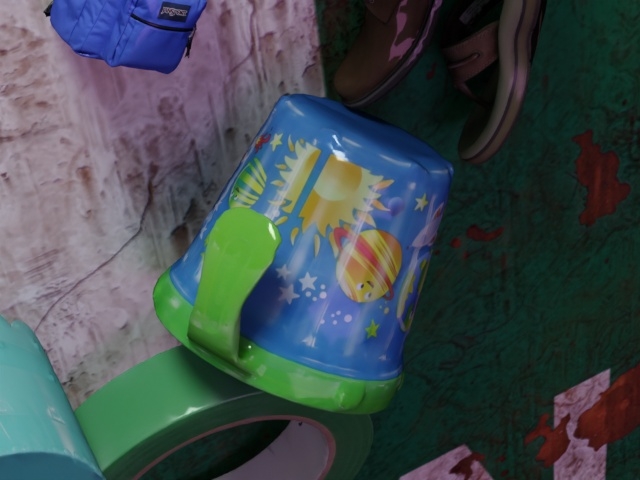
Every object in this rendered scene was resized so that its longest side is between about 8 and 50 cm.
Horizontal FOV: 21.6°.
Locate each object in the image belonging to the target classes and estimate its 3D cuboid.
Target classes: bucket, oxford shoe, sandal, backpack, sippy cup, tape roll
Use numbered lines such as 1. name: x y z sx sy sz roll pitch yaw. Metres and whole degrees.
1. bucket: -0.323 0.208 1.432 0.281 0.183 0.281 -21 137 -21
2. oxford shoe: 0.059 -0.216 1.421 0.096 0.083 0.227 17 116 -25
3. sandal: 0.154 -0.195 1.491 0.086 0.120 0.303 13 140 6
4. backpack: -0.132 -0.193 1.269 0.098 0.101 0.120 -1 124 -45
5. sippy cup: 0.000 0.000 1.468 0.240 0.305 0.224 19 105 -15
6. tape roll: -0.108 0.214 1.638 0.321 0.077 0.321 -19 147 -13
